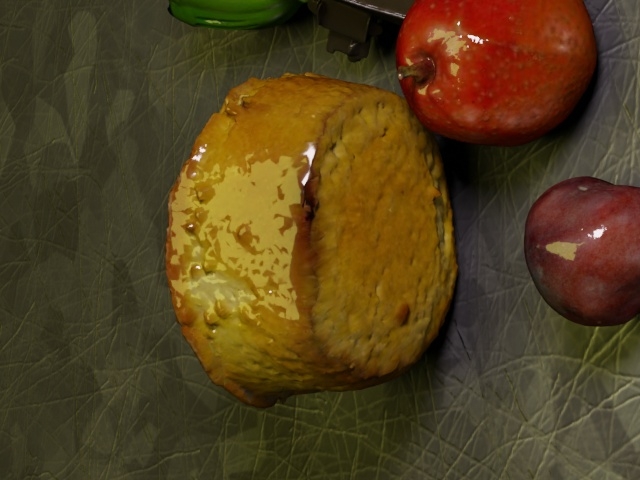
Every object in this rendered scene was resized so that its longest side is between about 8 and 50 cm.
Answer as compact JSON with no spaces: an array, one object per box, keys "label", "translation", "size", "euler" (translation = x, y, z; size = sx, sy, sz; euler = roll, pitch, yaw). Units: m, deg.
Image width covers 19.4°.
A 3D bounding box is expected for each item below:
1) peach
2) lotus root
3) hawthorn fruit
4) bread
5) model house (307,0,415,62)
[{"label":"peach","translation":[0.263,0.004,1.783],"size":[0.152,0.152,0.152],"euler":[-2,87,52]},{"label":"lotus root","translation":[-0.074,-0.317,2.229],"size":[0.186,0.186,0.186],"euler":[-2,87,52]},{"label":"hawthorn fruit","translation":[0.157,-0.181,1.865],"size":[0.196,0.225,0.196],"euler":[21,118,47]},{"label":"bread","translation":[0.001,0.003,1.971],"size":[0.204,0.337,0.358],"euler":[6,101,44]},{"label":"model house","translation":[0.052,-0.309,2.060],"size":[0.243,0.211,0.204],"euler":[99,-164,-55]}]
